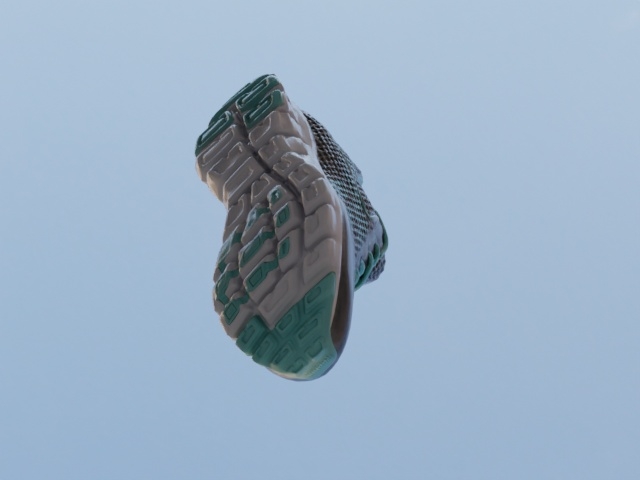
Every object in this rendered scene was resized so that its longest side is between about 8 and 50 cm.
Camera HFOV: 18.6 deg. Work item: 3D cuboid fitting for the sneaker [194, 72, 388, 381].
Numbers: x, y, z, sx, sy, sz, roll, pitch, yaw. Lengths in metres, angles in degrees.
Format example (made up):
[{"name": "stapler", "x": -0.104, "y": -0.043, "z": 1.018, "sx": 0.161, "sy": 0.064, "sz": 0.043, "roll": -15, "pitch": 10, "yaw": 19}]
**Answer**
[{"name": "sneaker", "x": 0.000, "y": 0.000, "z": 0.766, "sx": 0.065, "sy": 0.076, "sz": 0.166, "roll": -41, "pitch": -149, "yaw": 23}]
